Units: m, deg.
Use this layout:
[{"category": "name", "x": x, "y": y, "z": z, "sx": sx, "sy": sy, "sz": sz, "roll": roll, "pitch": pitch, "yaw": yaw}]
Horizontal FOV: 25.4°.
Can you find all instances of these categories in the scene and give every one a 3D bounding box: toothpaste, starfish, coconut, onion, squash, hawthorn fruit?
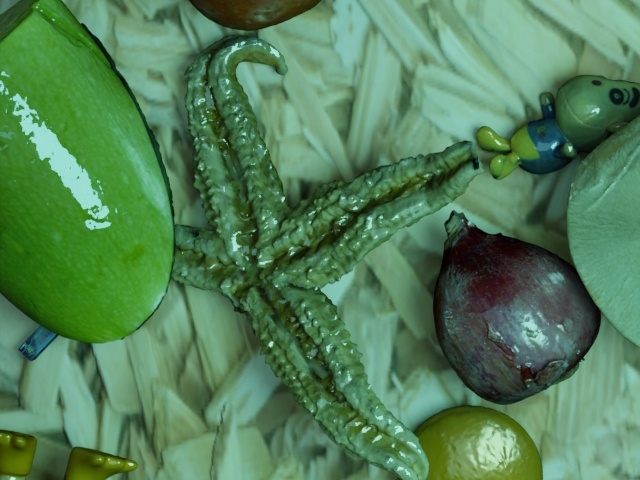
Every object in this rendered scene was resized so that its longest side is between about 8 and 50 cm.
[{"category": "toothpaste", "x": -0.280, "y": 0.090, "z": 1.483, "sx": 0.020, "sy": 0.017, "sz": 0.083, "roll": 45, "pitch": 97, "yaw": 3}, {"category": "starfish", "x": 0.000, "y": 0.000, "z": 1.380, "sx": 0.432, "sy": 0.082, "sz": 0.324, "roll": 36, "pitch": 102, "yaw": 27}, {"category": "coconut", "x": 0.347, "y": -0.014, "z": 1.285, "sx": 0.244, "sy": 0.247, "sz": 0.245, "roll": -1, "pitch": 88, "yaw": 15}, {"category": "onion", "x": 0.173, "y": 0.057, "z": 1.361, "sx": 0.159, "sy": 0.159, "sz": 0.195, "roll": -37, "pitch": 85, "yaw": 7}, {"category": "squash", "x": -0.269, "y": -0.057, "z": 1.428, "sx": 0.233, "sy": 0.210, "sz": 0.309, "roll": -33, "pitch": 113, "yaw": 15}, {"category": "hawthorn fruit", "x": -0.066, "y": -0.284, "z": 1.364, "sx": 0.172, "sy": 0.173, "sz": 0.173, "roll": 0, "pitch": 93, "yaw": 6}]

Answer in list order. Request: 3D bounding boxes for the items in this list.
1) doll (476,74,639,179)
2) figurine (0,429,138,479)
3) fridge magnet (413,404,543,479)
[{"category": "doll", "x": 0.244, "y": -0.115, "z": 1.384, "sx": 0.179, "sy": 0.102, "sz": 0.089, "roll": -18, "pitch": 134, "yaw": 3}, {"category": "figurine", "x": -0.297, "y": 0.369, "z": 1.423, "sx": 0.215, "sy": 0.187, "sz": 0.344, "roll": 13, "pitch": 89, "yaw": 15}, {"category": "fridge magnet", "x": 0.150, "y": 0.234, "z": 1.419, "sx": 0.143, "sy": 0.063, "sz": 0.143, "roll": 1, "pitch": 95, "yaw": 7}]
